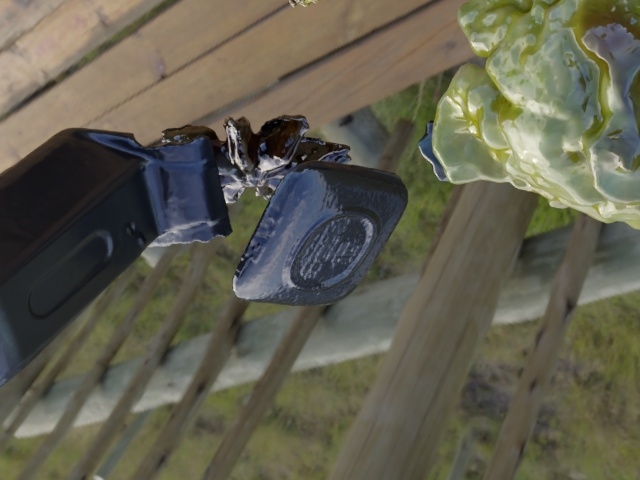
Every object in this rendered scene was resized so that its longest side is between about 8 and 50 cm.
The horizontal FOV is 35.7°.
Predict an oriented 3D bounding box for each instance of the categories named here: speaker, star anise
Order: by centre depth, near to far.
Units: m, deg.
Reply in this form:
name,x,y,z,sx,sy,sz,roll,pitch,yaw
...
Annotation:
name,x,y,z,sx,sy,sz,roll,pitch,yaw
speaker,-0.289,0.023,1.092,0.184,0.388,0.180,11,131,30
star anise,-0.096,-0.109,1.376,0.288,0.088,0.288,2,157,1

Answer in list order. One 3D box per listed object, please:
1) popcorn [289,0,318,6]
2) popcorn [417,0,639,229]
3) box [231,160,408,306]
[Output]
name,x,y,z,sx,sy,sz,roll,pitch,yaw
popcorn,-0.020,-0.396,1.532,0.082,0.083,0.057,3,144,28
popcorn,0.244,-0.141,0.812,0.293,0.237,0.293,0,103,-2
box,0.000,0.000,1.170,0.042,0.201,0.212,52,123,35
